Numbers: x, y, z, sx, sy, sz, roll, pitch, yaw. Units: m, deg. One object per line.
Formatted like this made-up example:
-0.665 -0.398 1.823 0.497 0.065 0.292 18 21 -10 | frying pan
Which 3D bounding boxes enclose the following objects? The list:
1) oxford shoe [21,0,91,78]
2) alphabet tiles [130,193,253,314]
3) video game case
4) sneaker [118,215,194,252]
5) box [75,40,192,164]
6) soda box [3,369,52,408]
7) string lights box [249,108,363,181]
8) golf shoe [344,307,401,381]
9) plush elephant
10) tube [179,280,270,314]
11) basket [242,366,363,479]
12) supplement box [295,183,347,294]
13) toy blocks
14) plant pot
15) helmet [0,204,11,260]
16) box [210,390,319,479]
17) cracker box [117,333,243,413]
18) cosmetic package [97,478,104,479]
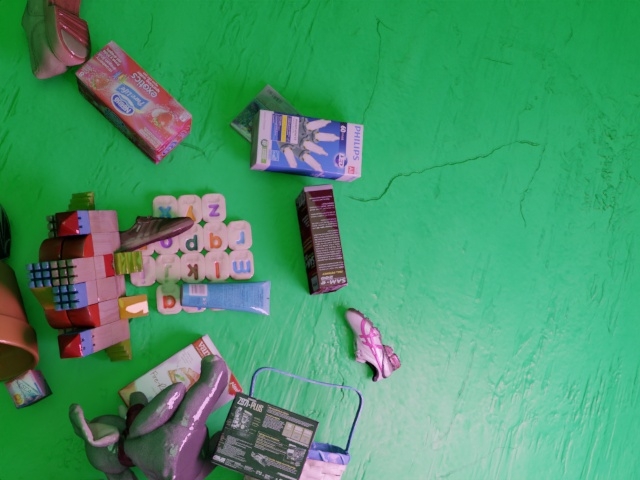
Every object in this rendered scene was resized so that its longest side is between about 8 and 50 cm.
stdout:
-0.637 -0.557 1.853 0.146 0.140 0.397 -23 64 24 | oxford shoe
-0.300 0.029 1.872 0.284 0.021 0.278 -3 80 -12 | alphabet tiles
-0.118 -0.282 1.969 0.157 0.019 0.143 41 75 -3 | video game case
-0.384 -0.031 1.821 0.188 0.066 0.071 -21 83 -15 | sneaker
-0.430 -0.315 1.854 0.257 0.128 0.122 44 74 -2 | box
-0.606 0.309 1.672 0.058 0.183 0.063 -27 88 -15 | soda box
-0.033 -0.225 1.930 0.259 0.077 0.133 5 82 -17 | string lights box
0.108 0.245 1.893 0.086 0.067 0.186 -35 89 -14 | golf shoe
-0.355 0.400 1.627 0.255 0.272 0.330 13 40 24 | plush elephant
-0.216 0.127 1.838 0.207 0.052 0.080 4 84 -16 | tube
-0.056 0.439 1.752 0.254 0.201 0.289 16 85 -9 | basket
0.000 0.000 1.884 0.073 0.130 0.239 -7 80 -12 | supplement box
-0.503 0.084 1.664 0.190 0.261 0.381 -6 91 9 | toy blocks
-0.732 0.160 1.642 0.290 0.291 0.204 -5 64 -13 | plant pot
-0.749 -0.026 1.725 0.169 0.169 0.162 -14 100 -14 | helmet
-0.111 0.404 1.611 0.180 0.077 0.147 19 75 3 | box
-0.311 0.336 1.789 0.232 0.067 0.156 -33 89 -16 | cracker box
-0.496 0.586 1.550 0.197 0.365 0.155 -25 84 -12 | cosmetic package
